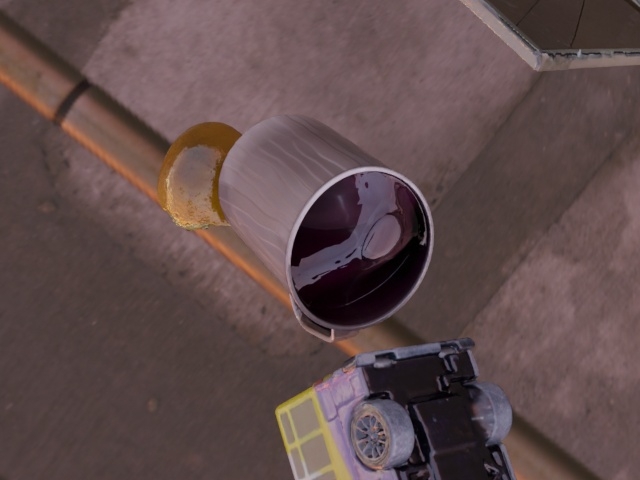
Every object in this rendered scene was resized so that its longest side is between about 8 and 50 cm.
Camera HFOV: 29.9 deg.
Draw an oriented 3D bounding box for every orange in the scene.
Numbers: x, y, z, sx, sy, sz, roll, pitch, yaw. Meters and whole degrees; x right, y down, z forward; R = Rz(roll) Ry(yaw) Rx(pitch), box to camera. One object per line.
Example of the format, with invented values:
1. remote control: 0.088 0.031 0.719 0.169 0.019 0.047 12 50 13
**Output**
1. orange: -0.167 -0.100 1.743 0.160 0.112 0.170 -27 56 -7

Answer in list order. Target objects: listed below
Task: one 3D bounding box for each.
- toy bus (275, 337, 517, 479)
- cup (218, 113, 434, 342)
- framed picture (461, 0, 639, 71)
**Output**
1. toy bus: 0.122 0.366 1.455 0.249 0.209 0.440 -36 66 46
2. cup: 0.014 -0.012 1.612 0.208 0.273 0.288 -38 125 -7
3. framed picture: 0.266 -0.268 1.334 0.232 0.315 0.024 51 130 30
